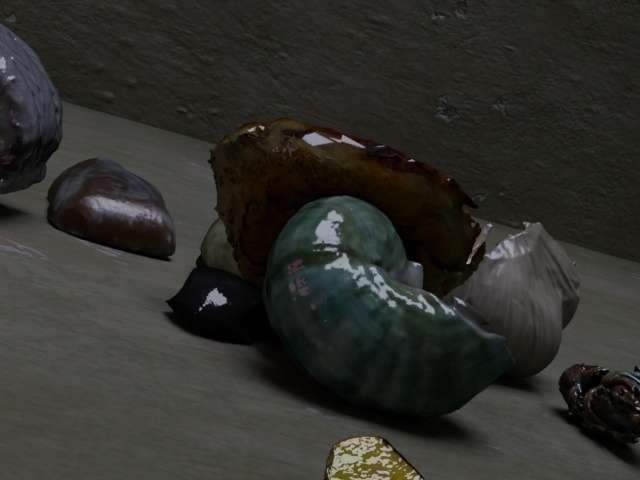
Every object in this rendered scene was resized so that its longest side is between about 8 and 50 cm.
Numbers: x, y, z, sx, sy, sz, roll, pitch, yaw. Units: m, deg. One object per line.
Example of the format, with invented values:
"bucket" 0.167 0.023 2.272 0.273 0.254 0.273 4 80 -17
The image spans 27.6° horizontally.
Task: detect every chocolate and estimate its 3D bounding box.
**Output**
"chocolate" -0.262 -0.055 1.667 0.157 0.080 0.254 16 8 -15

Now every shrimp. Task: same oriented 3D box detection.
"shrimp" 0.319 0.172 1.362 0.079 0.090 0.233 50 -10 -10

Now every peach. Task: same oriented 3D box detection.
"peach" 0.043 0.172 0.878 0.083 0.050 0.077 10 30 11

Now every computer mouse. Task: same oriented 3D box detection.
"computer mouse" -0.094 0.059 1.338 0.099 0.057 0.172 23 7 12

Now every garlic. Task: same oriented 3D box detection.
"garlic" 0.214 0.084 1.522 0.229 0.178 0.143 -6 50 -24

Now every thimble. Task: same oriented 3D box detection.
"thimble" -0.430 -0.152 1.522 0.245 0.217 0.157 34 12 -1

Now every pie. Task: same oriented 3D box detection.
"pie" 0.022 -0.001 1.374 0.308 0.308 0.085 18 42 -2

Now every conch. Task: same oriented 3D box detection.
"conch" 0.039 0.060 1.234 0.220 0.195 0.277 21 -12 -40

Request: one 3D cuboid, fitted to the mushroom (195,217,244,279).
"mushroom" -0.003 0.000 1.570 0.267 0.164 0.189 18 7 -2
